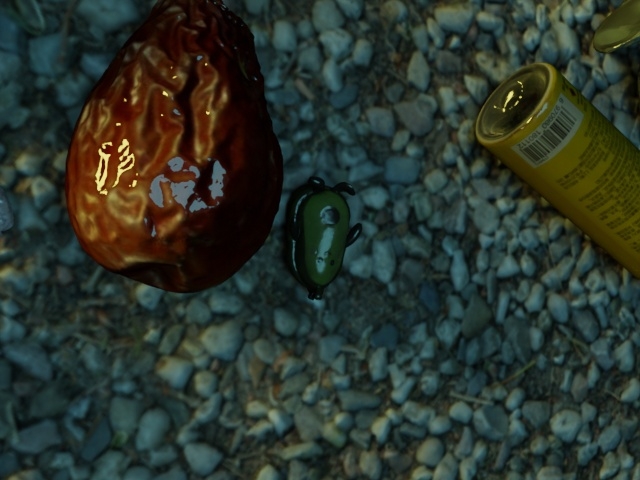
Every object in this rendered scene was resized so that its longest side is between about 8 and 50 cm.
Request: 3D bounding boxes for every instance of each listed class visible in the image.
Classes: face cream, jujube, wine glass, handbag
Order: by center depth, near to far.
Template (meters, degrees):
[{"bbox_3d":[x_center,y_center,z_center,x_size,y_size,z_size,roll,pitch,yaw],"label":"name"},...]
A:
[{"bbox_3d":[-0.109,-0.079,0.624,0.168,0.168,0.236,15,71,-26],"label":"jujube"},{"bbox_3d":[0.000,0.000,0.730,0.072,0.047,0.111,7,87,-25],"label":"handbag"},{"bbox_3d":[0.322,-0.046,0.856,0.348,0.105,0.105,35,77,-23],"label":"face cream"},{"bbox_3d":[0.411,-0.176,0.895,0.222,0.103,0.103,41,75,-21],"label":"wine glass"}]

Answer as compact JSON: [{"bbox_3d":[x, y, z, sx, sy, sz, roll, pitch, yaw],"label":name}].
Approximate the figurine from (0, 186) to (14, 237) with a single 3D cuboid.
[{"bbox_3d":[-0.298,0.017,0.545,0.174,0.116,0.240,-4,94,-27],"label":"figurine"}]
